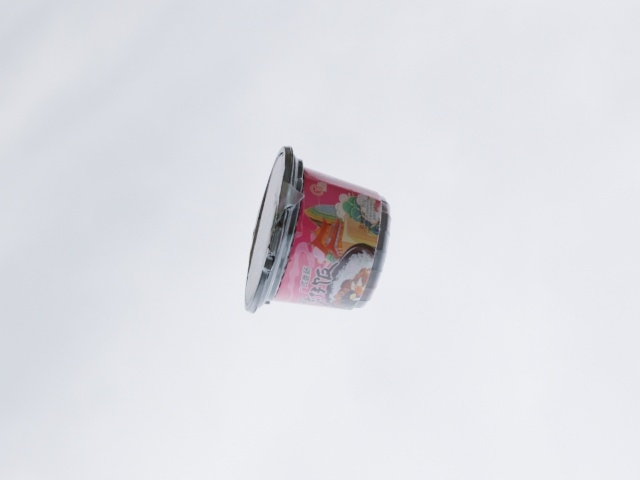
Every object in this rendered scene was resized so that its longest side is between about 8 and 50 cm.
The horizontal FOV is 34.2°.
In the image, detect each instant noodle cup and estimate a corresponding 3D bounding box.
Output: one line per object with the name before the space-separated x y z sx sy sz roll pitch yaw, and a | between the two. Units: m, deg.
instant noodle cup | 0.000 0.000 1.573 0.302 0.181 0.258 -105 -151 -71
